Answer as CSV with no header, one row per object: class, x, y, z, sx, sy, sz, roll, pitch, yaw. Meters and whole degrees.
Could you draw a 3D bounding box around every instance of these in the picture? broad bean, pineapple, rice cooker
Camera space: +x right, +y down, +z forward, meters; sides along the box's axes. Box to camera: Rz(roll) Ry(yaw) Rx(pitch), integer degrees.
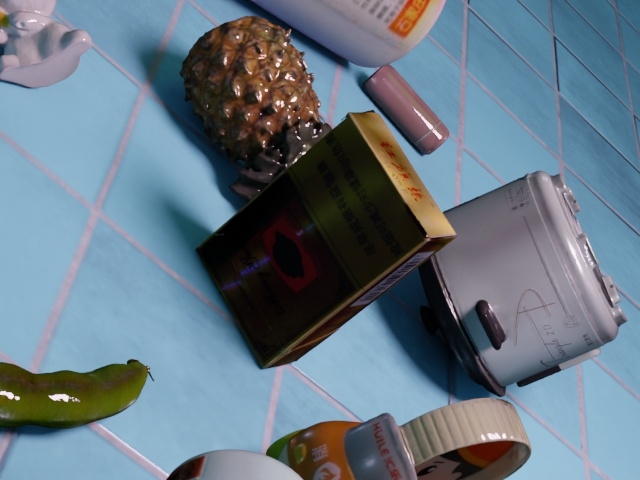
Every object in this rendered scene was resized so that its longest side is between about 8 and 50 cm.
broad bean,-0.219,0.126,1.159,0.254,0.046,0.065,3,46,-56
pineapple,-0.031,-0.101,1.597,0.170,0.141,0.310,-24,77,-23
rice cooker,0.228,0.054,1.710,0.241,0.227,0.280,63,12,-14

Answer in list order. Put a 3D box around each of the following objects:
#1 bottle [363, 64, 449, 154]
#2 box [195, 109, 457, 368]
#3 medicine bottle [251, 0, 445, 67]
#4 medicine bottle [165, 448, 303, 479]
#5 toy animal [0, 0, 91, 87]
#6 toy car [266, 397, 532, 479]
bottle,0.124,-0.188,2.025,0.140,0.053,0.053,47,28,-6
box,0.000,0.000,1.421,0.071,0.240,0.159,-10,65,-58
medicine bottle,-0.023,-0.406,1.898,0.388,0.219,0.219,27,36,-37
medicine bottle,-0.079,0.278,1.083,0.139,0.139,0.225,41,29,-18
toy animal,-0.313,-0.242,1.441,0.127,0.131,0.182,68,1,-72
toy car,0.087,0.215,1.318,0.235,0.235,0.145,15,44,-48
